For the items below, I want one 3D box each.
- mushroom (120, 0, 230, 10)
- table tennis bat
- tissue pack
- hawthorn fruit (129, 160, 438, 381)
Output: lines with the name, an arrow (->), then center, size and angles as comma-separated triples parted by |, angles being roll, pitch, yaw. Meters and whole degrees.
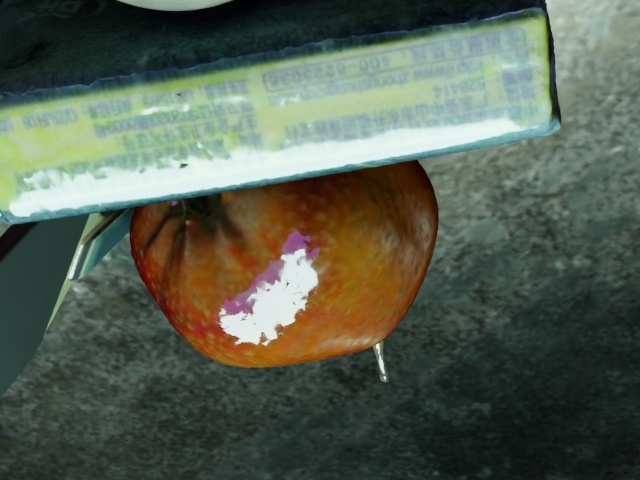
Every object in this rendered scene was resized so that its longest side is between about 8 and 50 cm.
mushroom -> -0.053, -0.211, 0.725 | 0.206, 0.206, 0.209 | -35, 85, 31
table tennis bat -> -0.140, 0.020, 0.903 | 0.021, 0.274, 0.154 | 30, 124, 6
tissue pack -> -0.021, -0.093, 0.830 | 0.257, 0.185, 0.081 | -9, 118, 9
hawthorn fruit -> 0.000, 0.000, 0.969 | 0.163, 0.162, 0.203 | -30, 147, 28
